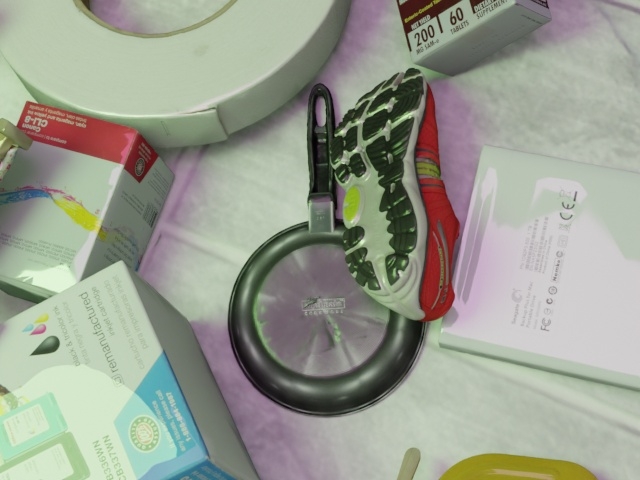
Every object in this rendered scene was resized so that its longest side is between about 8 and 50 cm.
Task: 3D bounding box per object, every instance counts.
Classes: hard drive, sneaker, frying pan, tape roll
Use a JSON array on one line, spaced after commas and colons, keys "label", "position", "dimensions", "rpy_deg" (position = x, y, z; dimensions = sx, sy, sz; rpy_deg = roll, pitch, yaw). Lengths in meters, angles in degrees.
[{"label": "hard drive", "position": [0.283, 0.034, 1.106], "dimensions": [0.307, 0.040, 0.203], "rpy_deg": [12, 76, 12]}, {"label": "sneaker", "position": [0.081, -0.042, 1.133], "dimensions": [0.107, 0.118, 0.279], "rpy_deg": [-22, 47, 31]}, {"label": "frying pan", "position": [0.027, 0.011, 1.153], "dimensions": [0.197, 0.053, 0.326], "rpy_deg": [18, 80, 11]}, {"label": "tape roll", "position": [-0.157, -0.281, 1.230], "dimensions": [0.391, 0.072, 0.392], "rpy_deg": [-2, 68, 6]}]

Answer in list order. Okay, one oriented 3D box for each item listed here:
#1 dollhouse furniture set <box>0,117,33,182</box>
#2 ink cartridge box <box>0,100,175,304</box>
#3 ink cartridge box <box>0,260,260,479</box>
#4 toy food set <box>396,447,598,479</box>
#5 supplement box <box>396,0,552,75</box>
[{"label": "dollhouse furniture set", "position": [-0.339, -0.073, 1.126], "dimensions": [0.355, 0.174, 0.303], "rpy_deg": [27, 80, 28]}, {"label": "ink cartridge box", "position": [-0.244, -0.021, 1.157], "dimensions": [0.127, 0.128, 0.176], "rpy_deg": [16, 76, 13]}, {"label": "ink cartridge box", "position": [-0.227, 0.188, 1.052], "dimensions": [0.270, 0.197, 0.198], "rpy_deg": [-28, 67, 1]}, {"label": "toy food set", "position": [0.163, 0.261, 1.051], "dimensions": [0.217, 0.071, 0.128], "rpy_deg": [6, 51, 9]}, {"label": "supplement box", "position": [0.133, -0.303, 1.182], "dimensions": [0.130, 0.073, 0.240], "rpy_deg": [-27, 67, 37]}]
